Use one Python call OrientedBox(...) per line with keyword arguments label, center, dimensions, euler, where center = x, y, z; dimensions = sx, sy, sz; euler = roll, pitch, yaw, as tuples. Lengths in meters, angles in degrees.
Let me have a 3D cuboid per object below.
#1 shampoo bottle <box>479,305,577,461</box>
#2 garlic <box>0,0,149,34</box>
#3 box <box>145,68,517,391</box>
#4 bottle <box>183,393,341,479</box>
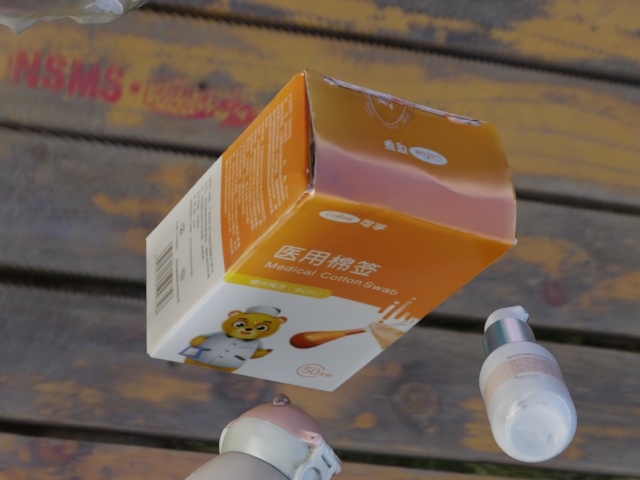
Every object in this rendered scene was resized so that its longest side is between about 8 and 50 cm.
OrientedBox(label="shampoo bottle", center=(0.174, 0.120, 1.471), dimensions=(0.074, 0.192, 0.074), euler=(-2, 115, -4))
OrientedBox(label="garlic", center=(-0.140, -0.257, 0.855), dimensions=(0.231, 0.340, 0.246), euler=(-35, 92, -43))
OrientedBox(label="box", center=(0.000, 0.000, 1.597), dimensions=(0.225, 0.341, 0.143), euler=(13, 56, -28))
OrientedBox(label="bottle", center=(-0.074, 0.267, 1.708), dimensions=(0.147, 0.147, 0.236), euler=(37, 59, -7))
